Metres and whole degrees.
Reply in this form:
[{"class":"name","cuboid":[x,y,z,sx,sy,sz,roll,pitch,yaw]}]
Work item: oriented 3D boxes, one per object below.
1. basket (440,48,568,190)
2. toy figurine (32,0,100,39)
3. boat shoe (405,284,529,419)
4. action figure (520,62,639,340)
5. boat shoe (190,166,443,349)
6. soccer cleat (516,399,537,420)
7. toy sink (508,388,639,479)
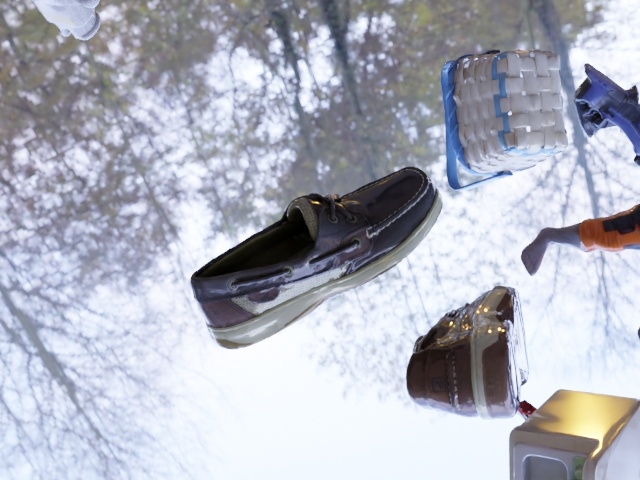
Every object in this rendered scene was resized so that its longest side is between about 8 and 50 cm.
[{"class":"basket","cuboid":[0.319,-0.228,1.798,0.201,0.255,0.289,-5,-179,-31]},{"class":"toy figurine","cuboid":[-0.255,-0.350,1.056,0.209,0.148,0.213,-25,-119,0]},{"class":"boat shoe","cuboid":[0.125,0.092,0.837,0.095,0.095,0.257,-7,179,15]},{"class":"action figure","cuboid":[0.354,-0.059,0.950,0.330,0.341,0.178,-41,-166,39]},{"class":"boat shoe","cuboid":[-0.001,0.000,0.764,0.223,0.073,0.080,-33,-145,-13]},{"class":"soccer cleat","cuboid":[0.325,0.267,1.427,0.083,0.035,0.029,32,-119,22]},{"class":"toy sink","cuboid":[0.321,0.302,1.236,0.131,0.153,0.234,3,-167,31]}]
